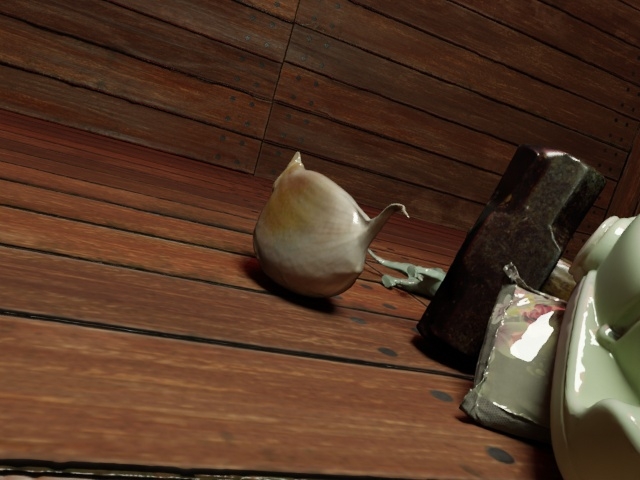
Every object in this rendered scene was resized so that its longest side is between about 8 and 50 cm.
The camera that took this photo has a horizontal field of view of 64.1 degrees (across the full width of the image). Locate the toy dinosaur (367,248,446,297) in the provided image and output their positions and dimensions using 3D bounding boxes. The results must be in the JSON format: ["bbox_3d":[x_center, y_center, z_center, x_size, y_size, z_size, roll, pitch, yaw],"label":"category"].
[{"bbox_3d":[0.177,0.066,0.838,0.167,0.053,0.242,10,11,-39],"label":"toy dinosaur"}]

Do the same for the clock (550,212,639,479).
[{"bbox_3d":[0.311,0.071,0.357,0.265,0.109,0.324,16,50,10],"label":"clock"}]

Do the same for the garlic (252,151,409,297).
[{"bbox_3d":[0.003,0.004,0.608,0.128,0.148,0.266,-26,31,-28],"label":"garlic"}]

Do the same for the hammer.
[{"bbox_3d":[0.317,0.100,0.501,0.409,0.242,0.095,35,9,19],"label":"hammer"}]

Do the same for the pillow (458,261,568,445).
[{"bbox_3d":[0.257,0.124,0.435,0.255,0.169,0.059,18,-28,11],"label":"pillow"}]
